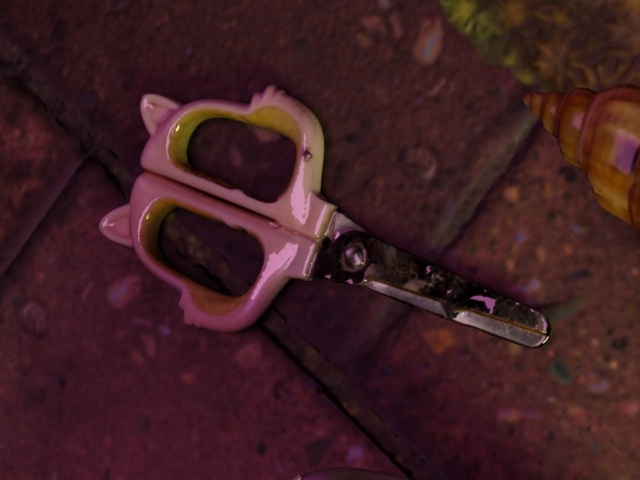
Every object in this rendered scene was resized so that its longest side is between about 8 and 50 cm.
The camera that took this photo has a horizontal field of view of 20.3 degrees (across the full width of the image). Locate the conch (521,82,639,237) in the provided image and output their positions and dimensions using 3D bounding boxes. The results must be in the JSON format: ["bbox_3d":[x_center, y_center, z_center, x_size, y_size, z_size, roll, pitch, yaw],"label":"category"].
[{"bbox_3d":[0.237,0.002,0.903,0.330,0.093,0.109,34,93,28],"label":"conch"}]

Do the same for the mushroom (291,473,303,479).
[{"bbox_3d":[-0.080,0.280,1.077,0.068,0.043,0.306,37,101,3],"label":"mushroom"}]

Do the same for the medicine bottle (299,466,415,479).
[{"bbox_3d":[0.018,0.330,0.909,0.219,0.219,0.388,24,96,30],"label":"medicine bottle"}]

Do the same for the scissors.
[{"bbox_3d":[0.000,0.000,1.076,0.317,0.024,0.160,21,93,30],"label":"scissors"}]
